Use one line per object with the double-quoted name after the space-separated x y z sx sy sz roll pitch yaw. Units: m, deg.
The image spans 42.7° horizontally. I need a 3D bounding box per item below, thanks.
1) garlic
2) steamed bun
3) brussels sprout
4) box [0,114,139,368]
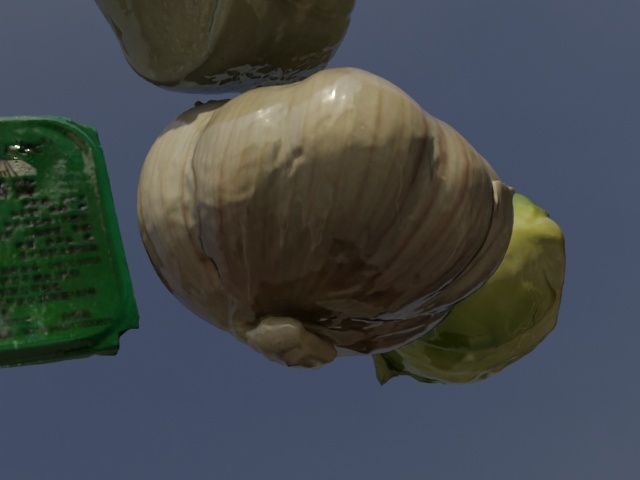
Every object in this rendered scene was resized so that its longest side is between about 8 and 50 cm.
0.005 -0.014 0.715 0.322 0.322 0.241 8 -92 -23 "garlic"
-0.103 -0.342 0.784 0.236 0.383 0.247 -27 -5 35 "steamed bun"
0.166 0.054 1.043 0.294 0.259 0.227 -4 -49 23 "brussels sprout"
-0.373 0.012 0.955 0.264 0.336 0.106 -4 -32 -26 "box"
